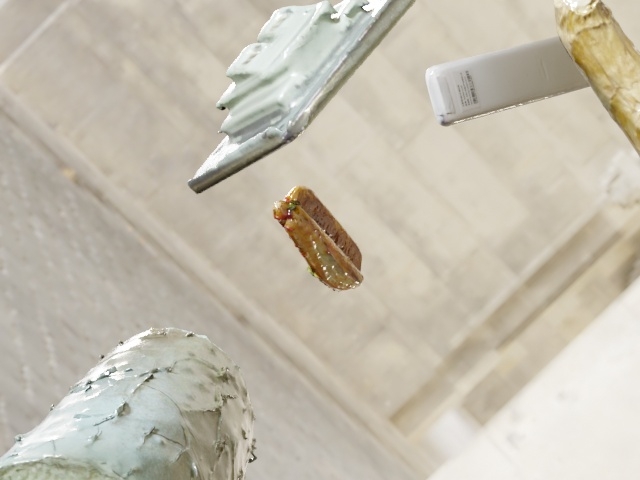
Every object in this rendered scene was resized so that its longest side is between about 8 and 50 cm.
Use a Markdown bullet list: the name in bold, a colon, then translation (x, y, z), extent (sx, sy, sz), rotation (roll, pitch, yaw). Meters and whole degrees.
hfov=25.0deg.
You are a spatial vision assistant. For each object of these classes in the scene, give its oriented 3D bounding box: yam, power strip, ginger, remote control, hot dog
- **yam**: translation (-0.199, 0.244, 1.490), extent (0.241, 0.241, 0.348), rotation (45, 24, -5)
- **power strip**: translation (-0.028, -0.142, 1.154), extent (0.064, 0.198, 0.213), rotation (43, -26, -15)
- **ginger**: translation (0.274, -0.077, 1.093), extent (0.294, 0.086, 0.131), rotation (49, 14, 5)
- **remote control**: translation (0.213, -0.180, 1.595), extent (0.029, 0.261, 0.067), rotation (-12, -85, 51)
- **hot dog**: translation (-0.002, 0.000, 1.334), extent (0.144, 0.038, 0.062), rotation (48, 35, -48)
